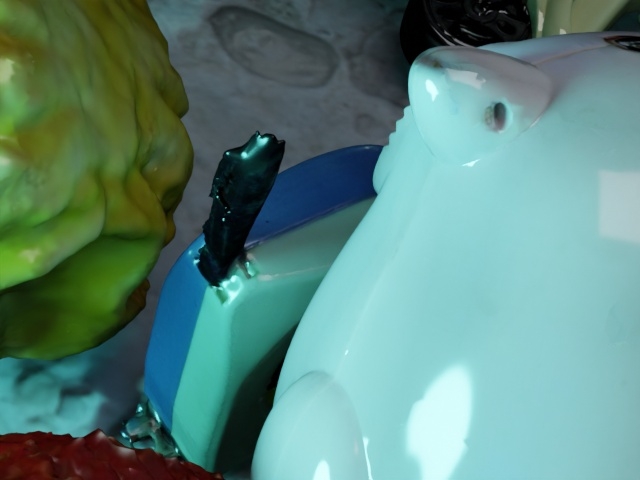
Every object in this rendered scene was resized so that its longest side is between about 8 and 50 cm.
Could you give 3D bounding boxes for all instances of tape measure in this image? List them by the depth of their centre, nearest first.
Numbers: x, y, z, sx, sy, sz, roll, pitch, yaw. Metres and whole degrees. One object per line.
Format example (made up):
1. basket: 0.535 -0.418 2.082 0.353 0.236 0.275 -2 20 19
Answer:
1. tape measure: 0.000 0.000 0.993 0.215 0.351 0.098 -24 65 -27

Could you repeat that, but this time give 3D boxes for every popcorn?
1. popcorn: -0.256 -0.073 1.018 0.382 0.349 0.349 -19 53 17

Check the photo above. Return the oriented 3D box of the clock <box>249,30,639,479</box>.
1. clock: 0.149 0.083 0.878 0.368 0.376 0.250 -6 26 -27

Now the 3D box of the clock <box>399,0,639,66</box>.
1. clock: 0.271 -0.121 1.324 0.379 0.120 0.276 42 57 10

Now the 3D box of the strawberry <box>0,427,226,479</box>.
1. strawberry: -0.156 0.205 0.868 0.312 0.267 0.351 23 26 25
